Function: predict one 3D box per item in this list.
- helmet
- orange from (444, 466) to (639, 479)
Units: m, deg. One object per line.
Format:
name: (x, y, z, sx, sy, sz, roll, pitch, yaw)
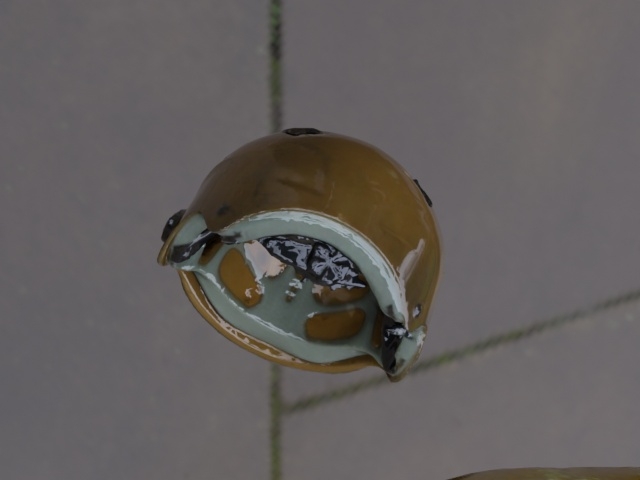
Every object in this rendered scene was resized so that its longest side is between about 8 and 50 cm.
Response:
helmet: (0.000, 0.000, 1.379, 0.198, 0.224, 0.130, 29, 68, -3)
orange: (0.107, 0.205, 0.717, 0.279, 0.279, 0.235, -1, 108, -35)
